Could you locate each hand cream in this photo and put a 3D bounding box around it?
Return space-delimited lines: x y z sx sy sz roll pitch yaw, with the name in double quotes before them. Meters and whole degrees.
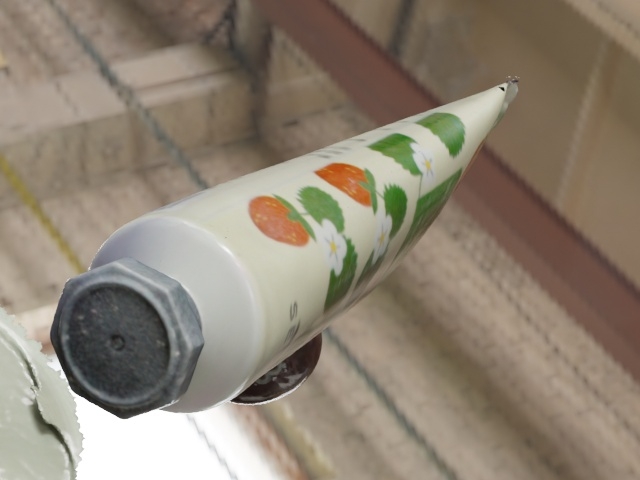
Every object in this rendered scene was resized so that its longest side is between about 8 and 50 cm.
"hand cream" 0.000 0.000 0.628 0.059 0.276 0.095 39 -65 12

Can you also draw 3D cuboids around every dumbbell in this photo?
"dumbbell" -0.068 0.053 1.829 0.140 0.124 0.225 52 15 -22

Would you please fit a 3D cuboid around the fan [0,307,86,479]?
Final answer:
"fan" -0.142 0.120 0.839 0.233 0.415 0.012 -70 -179 -48
